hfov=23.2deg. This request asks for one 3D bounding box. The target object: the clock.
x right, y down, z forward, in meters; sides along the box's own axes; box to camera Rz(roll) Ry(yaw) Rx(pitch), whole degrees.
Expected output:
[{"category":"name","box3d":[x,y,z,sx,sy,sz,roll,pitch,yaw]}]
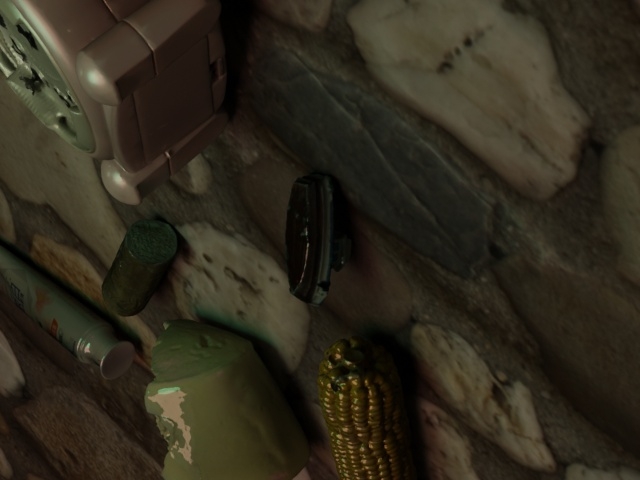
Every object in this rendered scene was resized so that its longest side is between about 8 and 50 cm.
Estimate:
[{"category":"clock","box3d":[-0.250,-0.231,1.524,0.326,0.184,0.342,41,157,14]}]

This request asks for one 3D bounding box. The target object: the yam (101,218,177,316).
[{"category":"yam","box3d":[-0.222,0.033,1.901,0.068,0.068,0.169,47,150,5]}]

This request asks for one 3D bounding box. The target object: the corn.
[{"category":"corn","box3d":[0.059,0.224,1.727,0.101,0.101,0.292,23,143,37]}]

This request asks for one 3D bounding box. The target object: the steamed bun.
[{"category":"steamed bun","box3d":[-0.140,0.215,1.895,0.200,0.170,0.225,5,126,55]}]

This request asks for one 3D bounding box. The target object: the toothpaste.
[{"category":"toothpaste","box3d":[-0.382,0.088,2.170,0.323,0.066,0.100,33,145,35]}]

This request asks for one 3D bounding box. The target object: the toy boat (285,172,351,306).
[{"category":"toy boat","box3d":[0.000,0.000,1.594,0.059,0.066,0.140,20,111,55]}]
